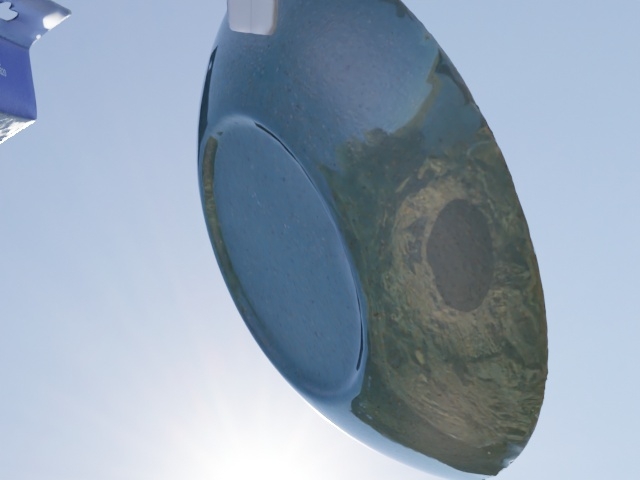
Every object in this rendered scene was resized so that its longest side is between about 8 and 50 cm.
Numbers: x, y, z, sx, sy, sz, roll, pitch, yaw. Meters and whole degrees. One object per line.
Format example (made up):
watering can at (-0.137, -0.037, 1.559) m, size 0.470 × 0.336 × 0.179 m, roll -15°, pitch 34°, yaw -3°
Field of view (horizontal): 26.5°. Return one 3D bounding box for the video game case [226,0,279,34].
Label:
video game case at (-0.004, -0.108, 0.245) m, size 0.087 × 0.011 × 0.122 m, roll 103°, pitch 175°, yaw -79°

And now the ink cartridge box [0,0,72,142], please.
ink cartridge box at (-0.336, -0.075, 1.008) m, size 0.333 × 0.065 × 0.165 m, roll -33°, pitch -11°, yaw 11°

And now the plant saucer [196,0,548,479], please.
plant saucer at (0.000, 0.000, 0.465) m, size 0.037 × 0.195 × 0.195 m, roll -22°, pitch -45°, yaw -25°
